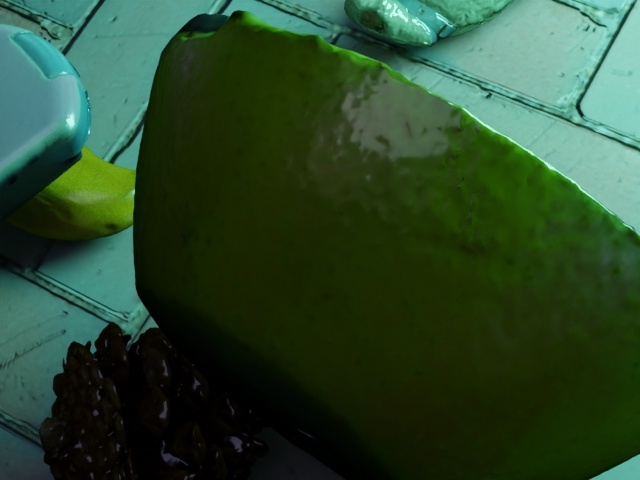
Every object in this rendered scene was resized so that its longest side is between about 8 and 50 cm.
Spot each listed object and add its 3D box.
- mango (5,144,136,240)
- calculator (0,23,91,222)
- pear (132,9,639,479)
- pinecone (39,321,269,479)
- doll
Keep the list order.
[{"bbox_3d":[-0.232,-0.054,0.966,0.190,0.075,0.098,27,73,12],"label":"mango"},{"bbox_3d":[-0.315,-0.056,0.905,0.293,0.051,0.173,-40,61,-11],"label":"calculator"},{"bbox_3d":[0.030,0.050,0.702,0.398,0.399,0.165,30,76,20],"label":"pear"},{"bbox_3d":[-0.114,0.133,0.814,0.173,0.173,0.174,-3,63,6],"label":"pinecone"},{"bbox_3d":[0.120,-0.231,1.011,0.214,0.071,0.103,-29,75,-17],"label":"doll"}]
